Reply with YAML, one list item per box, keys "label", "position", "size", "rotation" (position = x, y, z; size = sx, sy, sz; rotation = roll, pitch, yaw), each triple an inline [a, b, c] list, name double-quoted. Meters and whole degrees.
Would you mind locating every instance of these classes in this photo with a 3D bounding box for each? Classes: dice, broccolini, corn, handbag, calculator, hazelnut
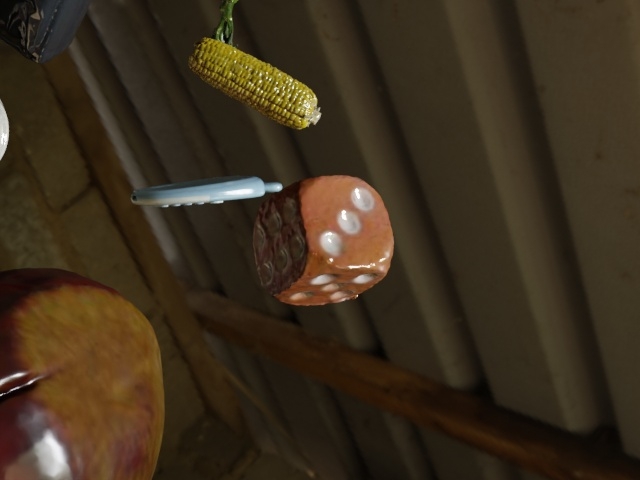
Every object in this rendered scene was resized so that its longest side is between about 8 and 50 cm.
- label: "dice"
  position: [0.000, 0.000, 1.735]
  size: [0.175, 0.179, 0.174]
  rotation: [-40, -125, 53]
- label: "broccolini"
  position: [-0.174, -0.426, 1.994]
  size: [0.067, 0.058, 0.216]
  rotation: [16, -42, -7]
- label: "corn"
  position: [-0.106, -0.255, 1.725]
  size: [0.238, 0.080, 0.080]
  rotation: [27, -28, -7]
- label: "handbag"
  position: [-0.518, -0.503, 1.850]
  size: [0.275, 0.178, 0.302]
  rotation: [38, -48, 0]
- label: "calculator"
  position: [-0.218, -0.096, 2.046]
  size: [0.188, 0.303, 0.042]
  rotation: [5, -77, 58]
- label: "hazelnut"
  position: [-0.385, 0.237, 1.322]
  size: [0.402, 0.429, 0.402]
  rotation: [4, -67, 9]

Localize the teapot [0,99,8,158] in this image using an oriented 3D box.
- label: "teapot"
  position: [-0.686, -0.219, 1.960]
  size: [0.166, 0.208, 0.299]
  rotation: [13, -26, 31]
